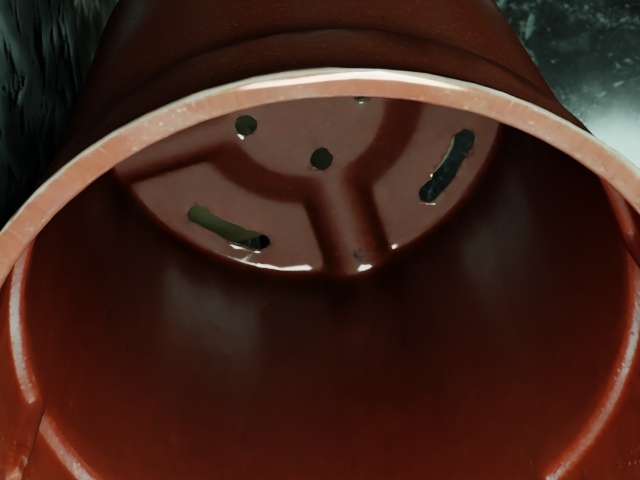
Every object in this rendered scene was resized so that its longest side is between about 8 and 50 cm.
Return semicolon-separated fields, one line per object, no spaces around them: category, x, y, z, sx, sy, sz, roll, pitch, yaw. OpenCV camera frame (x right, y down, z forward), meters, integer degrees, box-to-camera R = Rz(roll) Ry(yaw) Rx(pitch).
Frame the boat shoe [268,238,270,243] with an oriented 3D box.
boat shoe;0.013;-0.028;1.288;0.097;0.116;0.324;-88;176;-66

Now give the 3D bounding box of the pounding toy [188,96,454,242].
pounding toy;-0.002;-0.124;1.050;0.155;0.154;0.269;74;14;-59

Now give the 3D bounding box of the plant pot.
plant pot;0.000;0.000;0.699;0.265;0.272;0.272;-96;178;-60

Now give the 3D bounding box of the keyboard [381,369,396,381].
keyboard;-0.020;0.120;0.772;0.108;0.180;0.023;29;-30;51
